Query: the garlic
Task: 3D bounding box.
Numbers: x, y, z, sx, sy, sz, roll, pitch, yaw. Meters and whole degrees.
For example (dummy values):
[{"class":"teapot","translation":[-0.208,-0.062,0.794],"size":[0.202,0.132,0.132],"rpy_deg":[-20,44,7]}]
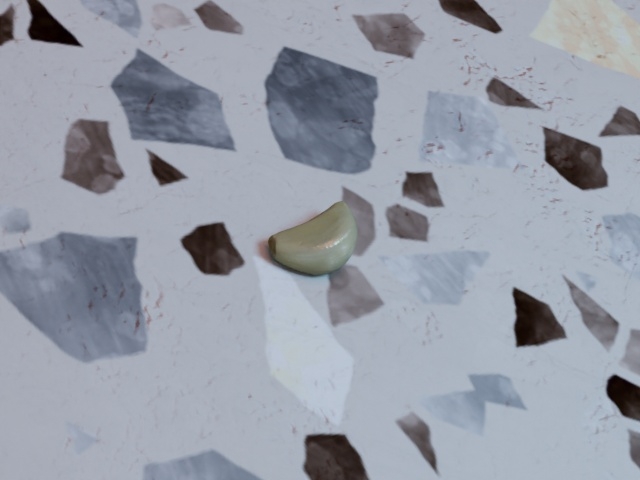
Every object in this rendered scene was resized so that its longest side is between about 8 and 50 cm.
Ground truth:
[{"class":"garlic","translation":[-0.001,0.000,1.464],"size":[0.083,0.041,0.053],"rpy_deg":[-22,61,-33]}]
